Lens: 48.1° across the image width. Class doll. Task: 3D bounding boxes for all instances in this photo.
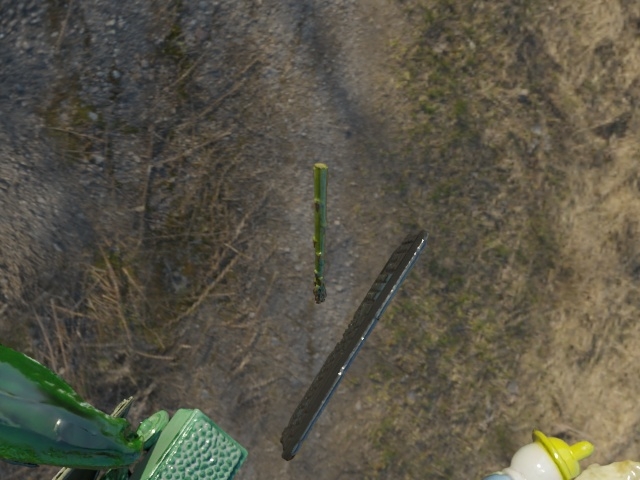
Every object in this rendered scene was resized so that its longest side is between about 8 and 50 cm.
[{"bbox_3d":[0.240,0.324,0.909,0.241,0.099,0.135,-32,127,-6],"label":"doll"}]

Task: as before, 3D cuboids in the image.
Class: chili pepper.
[{"bbox_3d":[-0.275,0.168,0.697,0.216,0.062,0.108,22,73,-12],"label":"chili pepper"}]

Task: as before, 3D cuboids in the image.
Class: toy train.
[{"bbox_3d":[-0.272,0.412,1.238,0.145,0.202,0.266,47,61,-22],"label":"toy train"}]

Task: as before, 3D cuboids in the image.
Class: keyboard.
[{"bbox_3d":[0.032,0.102,0.738,0.016,0.106,0.262,33,85,-1],"label":"keyboard"}]

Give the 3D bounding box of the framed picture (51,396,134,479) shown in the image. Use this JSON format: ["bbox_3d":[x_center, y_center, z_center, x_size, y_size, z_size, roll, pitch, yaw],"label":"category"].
[{"bbox_3d":[-0.386,0.381,1.091,0.017,0.274,0.217,30,112,2],"label":"framed picture"}]

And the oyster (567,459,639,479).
[{"bbox_3d":[0.171,0.313,0.503,0.275,0.271,0.100,-36,122,12],"label":"oyster"}]

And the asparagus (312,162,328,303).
[{"bbox_3d":[0.000,0.000,1.019,0.025,0.024,0.249,-27,134,-32],"label":"asparagus"}]
